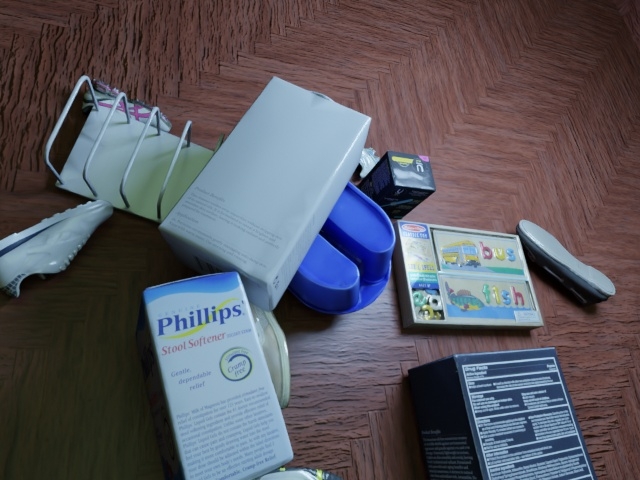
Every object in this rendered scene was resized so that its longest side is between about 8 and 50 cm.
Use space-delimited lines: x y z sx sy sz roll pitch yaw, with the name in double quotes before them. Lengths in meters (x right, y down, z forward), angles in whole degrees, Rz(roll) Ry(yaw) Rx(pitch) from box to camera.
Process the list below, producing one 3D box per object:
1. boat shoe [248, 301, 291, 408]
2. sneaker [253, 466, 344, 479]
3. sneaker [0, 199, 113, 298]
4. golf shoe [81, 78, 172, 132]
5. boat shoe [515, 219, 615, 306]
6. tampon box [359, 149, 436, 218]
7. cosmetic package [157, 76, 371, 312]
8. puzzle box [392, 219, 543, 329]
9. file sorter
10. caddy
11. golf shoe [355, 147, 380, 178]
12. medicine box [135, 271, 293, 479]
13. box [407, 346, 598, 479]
"boat shoe" -0.133 0.181 0.884 0.098 0.109 0.302 -8 64 -22
"sneaker" 0.013 0.490 0.757 0.385 0.145 0.147 19 42 -13
"sneaker" -0.480 0.006 0.832 0.235 0.090 0.094 -38 100 -31
"golf shoe" -0.425 -0.275 1.002 0.186 0.067 0.085 23 86 -14
"boat shoe" 0.686 0.076 1.317 0.335 0.095 0.112 37 41 1
"tampon box" 0.189 -0.136 1.146 0.121 0.161 0.101 4 65 -23
"cosmetic package" -0.087 -0.095 0.843 0.217 0.156 0.385 28 66 10
"puzzle box" 0.382 0.095 1.187 0.409 0.052 0.271 5 64 -22
"file sorter" -0.347 -0.159 0.885 0.278 0.173 0.192 21 74 -15
"caddy" 0.000 0.000 0.984 0.341 0.179 0.241 42 71 16
"golf shoe" 0.077 -0.241 1.205 0.176 0.069 0.086 45 62 3
"medicine box" -0.191 0.234 0.732 0.149 0.263 0.289 -11 71 -28
"box" 0.376 0.394 0.960 0.297 0.183 0.293 4 66 -25
